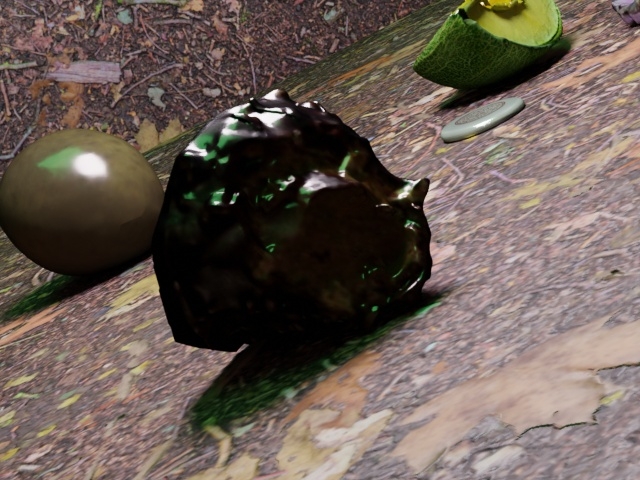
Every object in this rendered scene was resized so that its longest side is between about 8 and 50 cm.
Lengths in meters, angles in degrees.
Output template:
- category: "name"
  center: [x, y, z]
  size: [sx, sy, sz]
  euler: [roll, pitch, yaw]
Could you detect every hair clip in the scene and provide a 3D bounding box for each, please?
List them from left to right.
- category: "hair clip"
  center: [0.452, -0.351, 1.804]
  size: [0.106, 0.084, 0.292]
  euler: [-27, 6, 20]

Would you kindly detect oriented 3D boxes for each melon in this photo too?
- category: "melon"
  center: [0.234, -0.271, 1.836]
  size: [0.169, 0.129, 0.265]
  euler: [-45, 1, 39]

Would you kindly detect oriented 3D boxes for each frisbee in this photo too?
- category: "frisbee"
  center: [0.197, -0.150, 1.605]
  size: [0.110, 0.014, 0.110]
  euler: [-25, 11, 5]

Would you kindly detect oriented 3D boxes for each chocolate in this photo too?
- category: "chocolate"
  center: [0.000, 0.000, 1.044]
  size: [0.177, 0.224, 0.206]
  euler: [16, -1, 32]

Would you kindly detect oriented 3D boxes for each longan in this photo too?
- category: "longan"
  center: [-0.332, -0.050, 1.848]
  size: [0.246, 0.215, 0.246]
  euler: [15, 12, -3]
